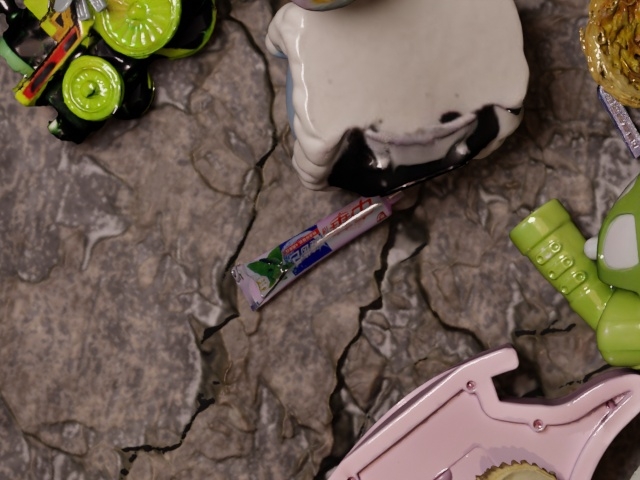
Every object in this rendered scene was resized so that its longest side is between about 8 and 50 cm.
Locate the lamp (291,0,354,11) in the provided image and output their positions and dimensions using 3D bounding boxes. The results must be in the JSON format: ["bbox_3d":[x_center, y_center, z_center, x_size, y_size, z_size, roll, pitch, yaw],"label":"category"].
[{"bbox_3d":[0.053,-0.338,1.501,0.301,0.247,0.247,-31,52,-17],"label":"lamp"}]

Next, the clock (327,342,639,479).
[{"bbox_3d":[0.182,0.224,1.655,0.290,0.080,0.275,-43,88,6],"label":"clock"}]

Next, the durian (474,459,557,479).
[{"bbox_3d":[0.185,0.221,1.583,0.130,0.066,0.052,35,96,-6],"label":"durian"}]

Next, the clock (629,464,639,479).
[{"bbox_3d":[0.317,0.275,1.617,0.236,0.053,0.237,3,85,-36],"label":"clock"}]

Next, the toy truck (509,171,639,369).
[{"bbox_3d":[0.281,0.030,1.616,0.210,0.148,0.187,-23,92,27],"label":"toy truck"}]

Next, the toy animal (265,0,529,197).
[{"bbox_3d":[0.053,-0.141,1.616,0.208,0.156,0.204,-12,89,-20],"label":"toy animal"}]

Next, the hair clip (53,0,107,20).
[{"bbox_3d":[-0.217,-0.238,1.588,0.030,0.039,0.115,-25,84,30],"label":"hair clip"}]

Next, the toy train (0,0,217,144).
[{"bbox_3d":[-0.162,-0.224,1.645,0.160,0.100,0.296,42,105,6],"label":"toy train"}]

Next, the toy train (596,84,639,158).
[{"bbox_3d":[0.259,-0.111,1.668,0.017,0.017,0.083,-29,89,11],"label":"toy train"}]

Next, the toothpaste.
[{"bbox_3d":[0.000,0.000,1.690,0.170,0.028,0.045,-32,78,8],"label":"toothpaste"}]

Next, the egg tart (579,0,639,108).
[{"bbox_3d":[0.279,-0.169,1.644,0.128,0.049,0.129,2,81,-12],"label":"egg tart"}]
